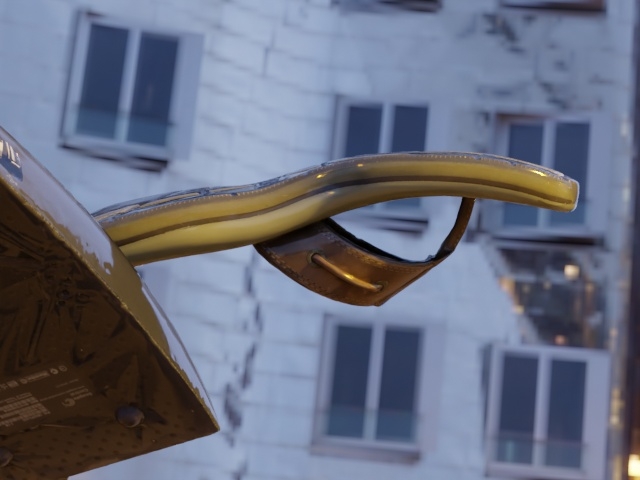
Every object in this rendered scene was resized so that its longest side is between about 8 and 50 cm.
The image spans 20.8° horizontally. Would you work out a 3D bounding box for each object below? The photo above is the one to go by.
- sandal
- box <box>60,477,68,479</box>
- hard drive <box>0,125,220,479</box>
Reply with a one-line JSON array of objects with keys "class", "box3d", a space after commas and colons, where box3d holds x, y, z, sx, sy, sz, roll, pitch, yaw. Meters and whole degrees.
[{"class": "sandal", "box3d": [-0.001, 0.000, 1.005, 0.303, 0.086, 0.120, -11, 4, 6]}, {"class": "box", "box3d": [-0.330, 0.123, 1.473, 0.079, 0.257, 0.322, 10, -19, 42]}, {"class": "hard drive", "box3d": [-0.177, 0.029, 0.861, 0.172, 0.054, 0.254, -19, -47, 22]}]
